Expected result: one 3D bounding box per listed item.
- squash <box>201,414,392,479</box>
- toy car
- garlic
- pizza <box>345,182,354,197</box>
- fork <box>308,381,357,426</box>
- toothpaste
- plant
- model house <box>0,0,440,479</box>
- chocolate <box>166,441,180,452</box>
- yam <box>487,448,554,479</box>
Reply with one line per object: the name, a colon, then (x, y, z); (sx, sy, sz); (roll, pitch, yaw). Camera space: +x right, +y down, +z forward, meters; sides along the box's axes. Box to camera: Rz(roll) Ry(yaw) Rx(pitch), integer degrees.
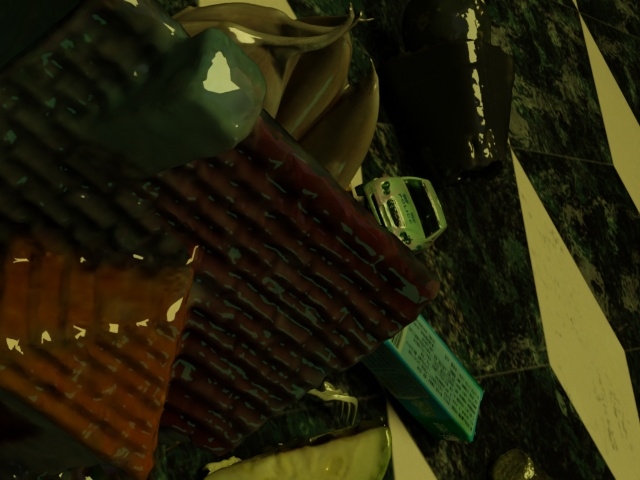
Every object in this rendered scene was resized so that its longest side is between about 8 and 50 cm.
squash: (-0.018, 0.226, 1.326); (0.252, 0.169, 0.093); (109, -36, -79)
toy car: (0.095, -0.029, 1.640); (0.224, 0.076, 0.090); (3, 67, -82)
garlic: (-0.079, -0.094, 1.253); (0.237, 0.292, 0.210); (20, 28, -1)
pizza: (-0.005, -0.008, 1.479); (0.188, 0.081, 0.204); (31, 44, -50)
fork: (-0.007, 0.133, 1.346); (0.034, 0.028, 0.219); (36, -3, 25)
toothpaste: (0.093, 0.124, 1.521); (0.266, 0.050, 0.065); (49, 46, -47)
plant: (0.164, -0.198, 1.885); (0.164, 0.142, 0.256); (14, 67, -57)
model house: (-0.115, 0.011, 0.898); (0.360, 0.339, 0.297); (43, 48, -36)
chocolate: (-0.073, 0.096, 1.284); (0.329, 0.065, 0.102); (-26, 92, -62)
yam: (0.290, 0.341, 1.755); (0.274, 0.061, 0.061); (48, 31, -33)
